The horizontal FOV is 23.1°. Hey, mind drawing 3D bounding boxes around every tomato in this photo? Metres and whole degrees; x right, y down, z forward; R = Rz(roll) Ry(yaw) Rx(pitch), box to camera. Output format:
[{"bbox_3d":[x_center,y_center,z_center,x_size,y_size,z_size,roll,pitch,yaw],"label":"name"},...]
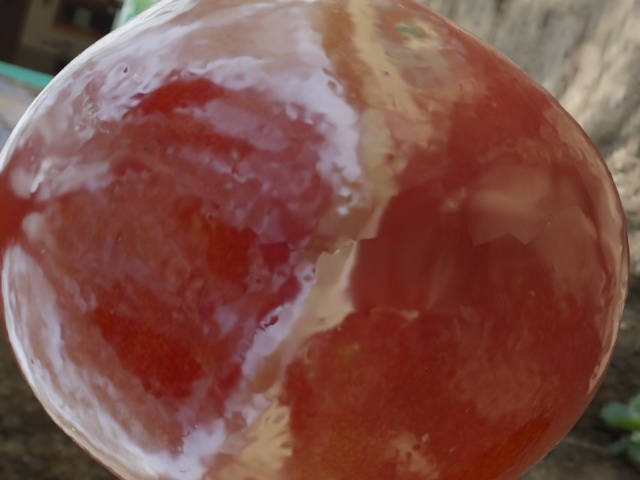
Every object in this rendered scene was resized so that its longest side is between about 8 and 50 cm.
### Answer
[{"bbox_3d":[0.000,0.000,0.718,0.298,0.299,0.226,-88,24,-58],"label":"tomato"}]
